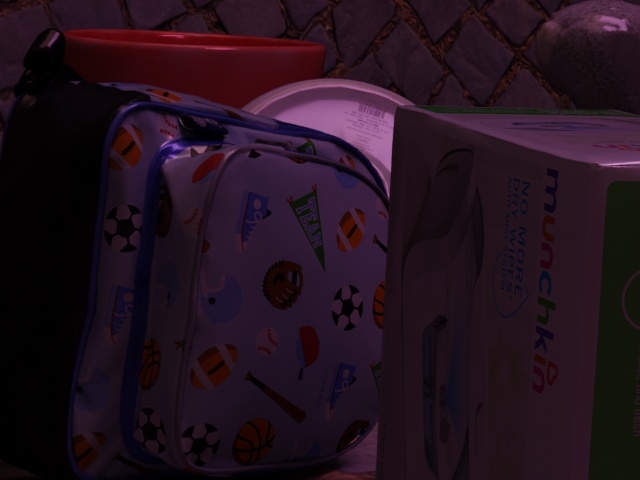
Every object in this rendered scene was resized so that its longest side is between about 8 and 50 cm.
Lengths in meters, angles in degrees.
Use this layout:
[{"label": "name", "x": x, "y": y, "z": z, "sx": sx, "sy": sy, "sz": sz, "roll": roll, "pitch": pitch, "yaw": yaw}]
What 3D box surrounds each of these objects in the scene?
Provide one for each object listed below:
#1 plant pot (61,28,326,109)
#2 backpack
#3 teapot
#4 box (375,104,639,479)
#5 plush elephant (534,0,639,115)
[{"label": "plant pot", "x": -0.135, "y": -0.086, "z": 1.830, "sx": 0.274, "sy": 0.243, "sz": 0.275, "roll": 4, "pitch": 9, "yaw": -1}, {"label": "backpack", "x": -0.064, "y": 0.030, "z": 1.109, "sx": 0.213, "sy": 0.277, "sz": 0.263, "roll": 16, "pitch": 8, "yaw": 36}, {"label": "teapot", "x": 0.000, "y": 0.000, "z": 1.511, "sx": 0.252, "sy": 0.256, "sz": 0.187, "roll": -23, "pitch": -19, "yaw": -20}, {"label": "box", "x": 0.119, "y": 0.081, "z": 0.779, "sx": 0.126, "sy": 0.262, "sz": 0.231, "roll": 0, "pitch": 10, "yaw": -16}, {"label": "plush elephant", "x": 0.212, "y": 0.062, "z": 1.023, "sx": 0.271, "sy": 0.330, "sz": 0.255, "roll": 3, "pitch": -13, "yaw": -19}]
